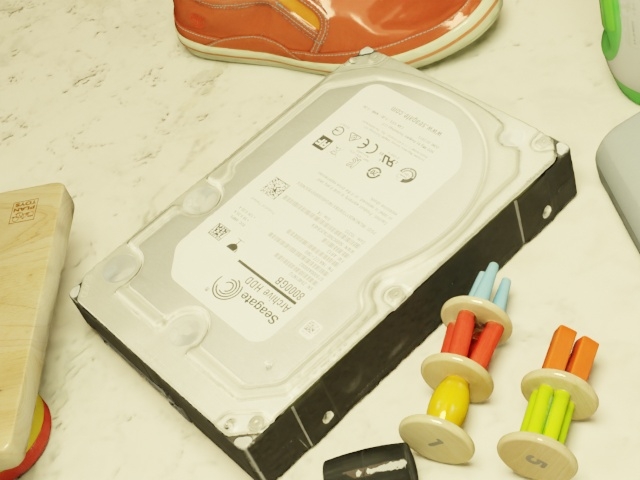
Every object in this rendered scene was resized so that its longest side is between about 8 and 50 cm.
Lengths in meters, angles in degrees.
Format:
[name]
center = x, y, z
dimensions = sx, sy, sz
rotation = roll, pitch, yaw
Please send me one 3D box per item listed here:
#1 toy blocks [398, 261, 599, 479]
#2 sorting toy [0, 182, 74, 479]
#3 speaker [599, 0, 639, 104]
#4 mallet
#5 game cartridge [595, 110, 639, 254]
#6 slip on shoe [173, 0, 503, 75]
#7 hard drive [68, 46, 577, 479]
[toy blocks]
center = 0.132, 0.082, 0.809
dimensions = 0.123, 0.054, 0.148
rotation = 6, 52, 26
[sorting toy]
center = -0.320, 0.096, 0.940
dimensions = 0.257, 0.089, 0.255
rotation = -10, 47, 12
[speaker]
center = 0.259, -0.238, 0.879
dimensions = 0.131, 0.296, 0.131
rotation = -11, 47, 11
[mallet]
center = 0.052, 0.210, 0.740
dimensions = 0.062, 0.039, 0.190
rotation = -21, 50, 3
[game cartridge]
center = 0.362, -0.060, 0.854
dimensions = 0.297, 0.062, 0.198
rotation = -19, 50, 3
[slip on shoe]
center = 0.003, -0.224, 1.100
dimensions = 0.331, 0.101, 0.123
rotation = 7, 51, 24
[hard drive]
center = 0.000, 0.000, 0.927
dimensions = 0.339, 0.064, 0.237
rotation = -41, 48, -16
